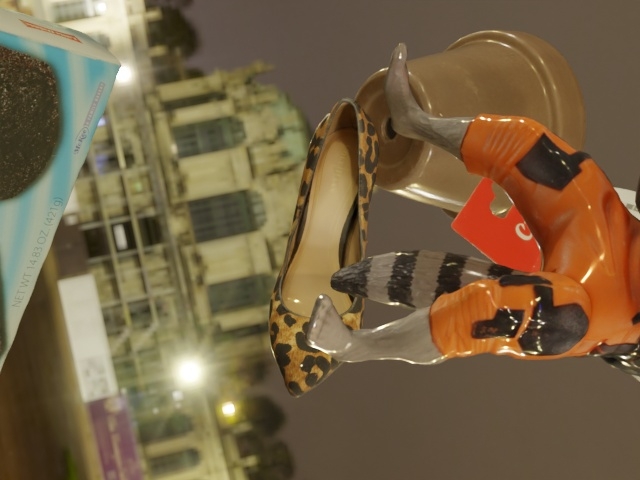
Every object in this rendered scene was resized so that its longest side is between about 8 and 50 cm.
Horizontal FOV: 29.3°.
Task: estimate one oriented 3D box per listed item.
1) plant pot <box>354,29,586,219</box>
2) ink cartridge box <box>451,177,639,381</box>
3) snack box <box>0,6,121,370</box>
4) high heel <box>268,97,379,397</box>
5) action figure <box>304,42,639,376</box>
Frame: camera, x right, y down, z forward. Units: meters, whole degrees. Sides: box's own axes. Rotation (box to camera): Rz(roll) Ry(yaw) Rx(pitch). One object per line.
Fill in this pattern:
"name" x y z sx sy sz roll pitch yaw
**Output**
"plant pot" 0.164 -0.139 1.550 0.263 0.229 0.263 6 -82 50
"ink cartridge box" 0.248 0.004 1.077 0.232 0.189 0.066 43 -50 -2
"snack box" -0.245 0.027 0.607 0.060 0.187 0.322 41 -68 47
"high heel" 0.000 0.000 1.132 0.186 0.093 0.261 89 13 -44
"action figure" 0.184 -0.008 0.723 0.178 0.330 0.341 104 3 -45
